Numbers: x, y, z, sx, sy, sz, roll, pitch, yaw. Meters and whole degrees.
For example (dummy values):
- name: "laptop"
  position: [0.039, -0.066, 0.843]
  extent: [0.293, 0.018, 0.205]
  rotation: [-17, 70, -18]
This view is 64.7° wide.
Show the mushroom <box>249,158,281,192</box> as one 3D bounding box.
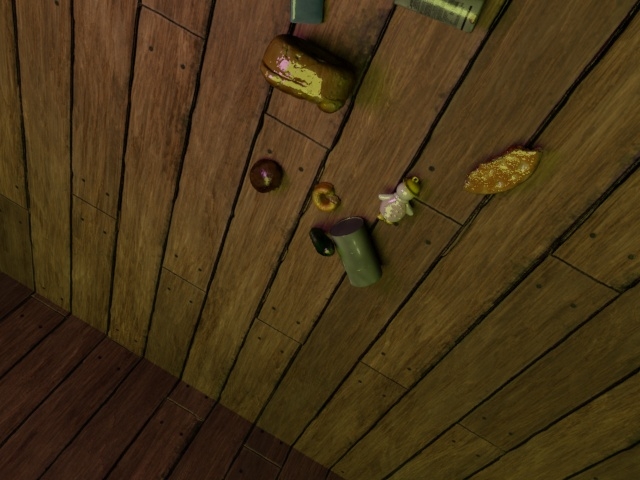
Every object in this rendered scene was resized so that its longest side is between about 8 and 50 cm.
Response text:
- name: "mushroom"
  position: [-0.194, -0.226, 1.770]
  extent: [0.127, 0.087, 0.127]
  rotation: [8, 106, 30]

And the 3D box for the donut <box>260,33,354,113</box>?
- name: "donut"
  position: [-0.033, -0.469, 1.409]
  extent: [0.261, 0.208, 0.128]
  rotation: [24, 120, -10]

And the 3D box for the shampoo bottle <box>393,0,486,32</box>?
- name: "shampoo bottle"
  position: [0.267, -0.595, 1.238]
  extent: [0.262, 0.085, 0.085]
  rotation: [25, 132, 8]

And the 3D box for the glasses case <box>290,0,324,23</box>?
- name: "glasses case"
  position: [-0.038, -0.711, 1.323]
  extent: [0.105, 0.056, 0.266]
  rotation: [17, 131, 15]

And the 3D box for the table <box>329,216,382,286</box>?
- name: "table"
  position: [0.127, 0.042, 1.772]
  extent: [0.126, 0.126, 0.220]
  rotation: [-5, 122, 30]

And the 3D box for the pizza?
- name: "pizza"
  position: [0.516, -0.198, 1.436]
  extent: [0.127, 0.058, 0.246]
  rotation: [40, 134, -8]

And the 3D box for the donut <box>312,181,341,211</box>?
- name: "donut"
  position: [0.015, -0.144, 1.745]
  extent: [0.097, 0.043, 0.108]
  rotation: [-19, 110, 35]

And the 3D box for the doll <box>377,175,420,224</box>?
- name: "doll"
  position: [0.251, -0.128, 1.610]
  extent: [0.129, 0.081, 0.207]
  rotation: [29, 131, -6]

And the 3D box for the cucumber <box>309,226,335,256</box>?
- name: "cucumber"
  position: [0.000, 0.000, 1.775]
  extent: [0.069, 0.227, 0.069]
  rotation: [-5, 112, -14]
